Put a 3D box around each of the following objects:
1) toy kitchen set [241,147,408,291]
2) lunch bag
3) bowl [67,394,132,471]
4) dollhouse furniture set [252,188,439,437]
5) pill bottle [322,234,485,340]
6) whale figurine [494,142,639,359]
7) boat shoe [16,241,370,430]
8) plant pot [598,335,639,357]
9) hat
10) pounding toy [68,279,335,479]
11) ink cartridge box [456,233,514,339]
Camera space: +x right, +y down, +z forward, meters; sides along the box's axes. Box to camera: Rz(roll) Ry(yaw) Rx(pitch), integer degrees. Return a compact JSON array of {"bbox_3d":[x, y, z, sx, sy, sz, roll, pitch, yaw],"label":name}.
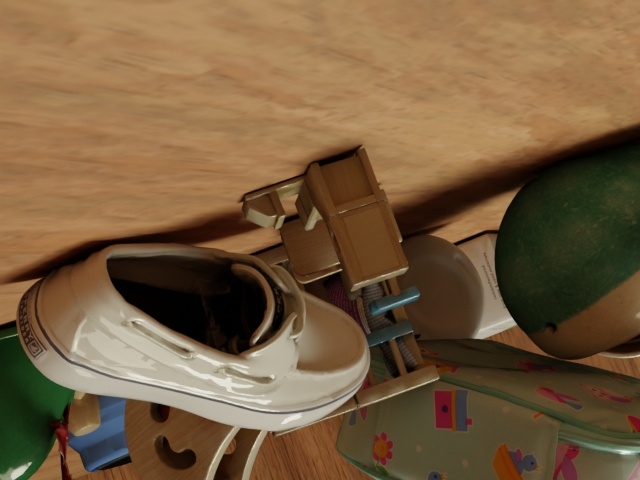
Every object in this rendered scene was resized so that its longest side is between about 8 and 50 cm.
[{"bbox_3d":[0.000,0.000,1.098,0.068,0.075,0.083,-18,169,-10],"label":"toy kitchen set"},{"bbox_3d":[0.166,0.147,1.500,0.279,0.107,0.224,16,-168,37],"label":"lunch bag"},{"bbox_3d":[-0.108,0.172,2.213,0.391,0.077,0.391,-20,173,-2],"label":"bowl"},{"bbox_3d":[0.003,0.056,1.336,0.129,0.129,0.183,-20,174,-2],"label":"dollhouse furniture set"},{"bbox_3d":[0.051,0.071,1.707,0.108,0.108,0.193,-16,173,-34],"label":"pill bottle"},{"bbox_3d":[0.245,-0.028,1.537,0.272,0.141,0.216,-45,-173,-30],"label":"whale figurine"},{"bbox_3d":[-0.054,0.048,1.160,0.267,0.096,0.088,16,141,-42],"label":"boat shoe"},{"bbox_3d":[0.326,0.035,2.088,0.167,0.167,0.165,-21,180,8],"label":"plant pot"},{"bbox_3d":[-0.205,0.160,1.317,0.173,0.183,0.208,-21,174,12],"label":"hat"},{"bbox_3d":[-0.102,0.134,1.559,0.269,0.154,0.155,-24,173,29],"label":"pounding toy"},{"bbox_3d":[0.107,0.072,1.955,0.219,0.092,0.160,-23,173,19],"label":"ink cartridge box"}]
